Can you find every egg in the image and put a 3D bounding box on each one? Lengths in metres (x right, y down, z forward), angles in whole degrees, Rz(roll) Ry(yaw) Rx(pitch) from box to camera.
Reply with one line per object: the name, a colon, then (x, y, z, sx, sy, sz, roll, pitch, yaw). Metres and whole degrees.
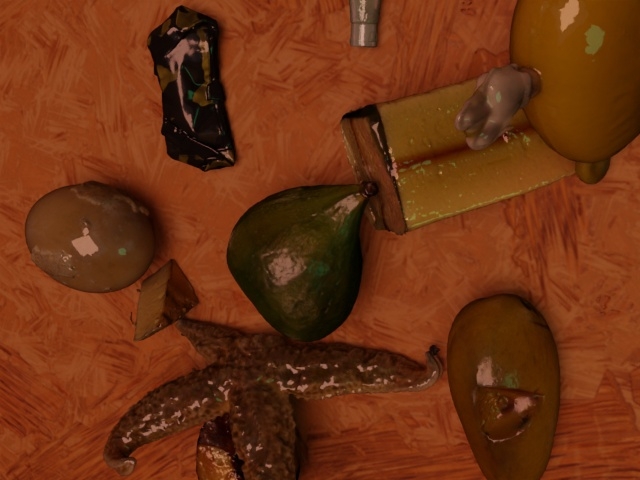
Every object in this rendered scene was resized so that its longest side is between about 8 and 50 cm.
egg: (-0.335, -0.006, 1.402, 0.201, 0.164, 0.164, 16, 107, 21)

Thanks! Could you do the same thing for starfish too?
starfish: (-0.078, 0.247, 1.331, 0.432, 0.082, 0.324, 14, 62, 19)

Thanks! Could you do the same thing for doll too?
doll: (0.278, -0.250, 1.019, 0.161, 0.348, 0.423, 30, 116, 36)

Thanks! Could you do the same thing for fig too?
fig: (0.000, 0.000, 1.266, 0.203, 0.203, 0.235, 47, 109, 5)

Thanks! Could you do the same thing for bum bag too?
bum bag: (-0.182, -0.210, 1.350, 0.106, 0.060, 0.232, -5, 103, 12)

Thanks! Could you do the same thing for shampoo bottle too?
shampoo bottle: (0.059, -0.346, 1.242, 0.069, 0.041, 0.191, 4, 104, 13)

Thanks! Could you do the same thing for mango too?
mango: (0.240, 0.198, 1.245, 0.130, 0.167, 0.262, -6, 104, 35)

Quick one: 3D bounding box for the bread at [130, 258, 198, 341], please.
bread: (-0.248, 0.094, 1.422, 0.084, 0.109, 0.080, -33, 93, 28)

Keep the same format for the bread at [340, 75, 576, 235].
bread: (0.177, -0.119, 1.253, 0.264, 0.163, 0.168, -16, 96, -12)

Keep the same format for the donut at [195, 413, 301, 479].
donut: (-0.101, 0.320, 1.436, 0.166, 0.073, 0.184, 3, 102, 18)
